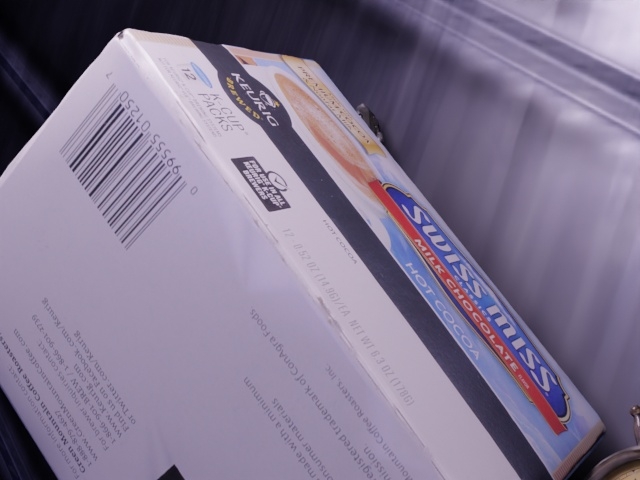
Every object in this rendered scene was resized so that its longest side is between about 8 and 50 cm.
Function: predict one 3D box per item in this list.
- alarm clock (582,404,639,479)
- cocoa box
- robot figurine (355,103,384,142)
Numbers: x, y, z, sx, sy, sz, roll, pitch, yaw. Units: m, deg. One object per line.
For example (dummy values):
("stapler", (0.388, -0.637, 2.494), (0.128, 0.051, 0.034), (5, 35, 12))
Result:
("alarm clock", (0.222, 0.199, 0.561), (0.129, 0.064, 0.192), (-58, 41, 18))
("cocoa box", (-0.030, 0.073, 0.629), (0.231, 0.228, 0.347), (-44, 74, 26))
("robot figurine", (0.000, 0.000, 0.844), (0.211, 0.085, 0.291), (-53, 46, 22))
